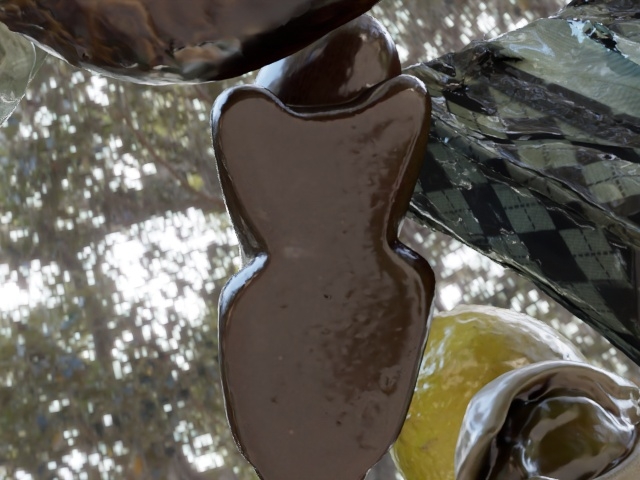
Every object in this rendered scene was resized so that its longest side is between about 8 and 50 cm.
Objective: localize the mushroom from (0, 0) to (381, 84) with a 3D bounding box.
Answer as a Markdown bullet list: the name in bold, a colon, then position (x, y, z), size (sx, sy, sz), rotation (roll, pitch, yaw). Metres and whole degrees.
- **mushroom**: position (-0.052, -0.185, 0.545), size (0.278, 0.163, 0.297), rotation (28, -42, -27)

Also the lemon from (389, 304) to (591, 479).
- **lemon**: position (0.196, 0.206, 1.404), size (0.253, 0.253, 0.310), rotation (-41, -84, 13)

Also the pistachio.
- **pistachio**: position (0.182, 0.166, 0.951), size (0.153, 0.138, 0.238), rotation (-52, -30, 11)

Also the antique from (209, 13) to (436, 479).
- **antique**: position (0.000, 0.000, 0.710), size (0.121, 0.143, 0.257), rotation (-1, -81, -3)

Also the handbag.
- **handbag**: position (0.261, -0.121, 0.834), size (0.416, 0.316, 0.180), rotation (-38, -46, -17)

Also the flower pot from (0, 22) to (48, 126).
- **flower pot**: position (-0.445, -0.121, 1.296), size (0.164, 0.368, 0.254), rotation (43, -41, -12)
